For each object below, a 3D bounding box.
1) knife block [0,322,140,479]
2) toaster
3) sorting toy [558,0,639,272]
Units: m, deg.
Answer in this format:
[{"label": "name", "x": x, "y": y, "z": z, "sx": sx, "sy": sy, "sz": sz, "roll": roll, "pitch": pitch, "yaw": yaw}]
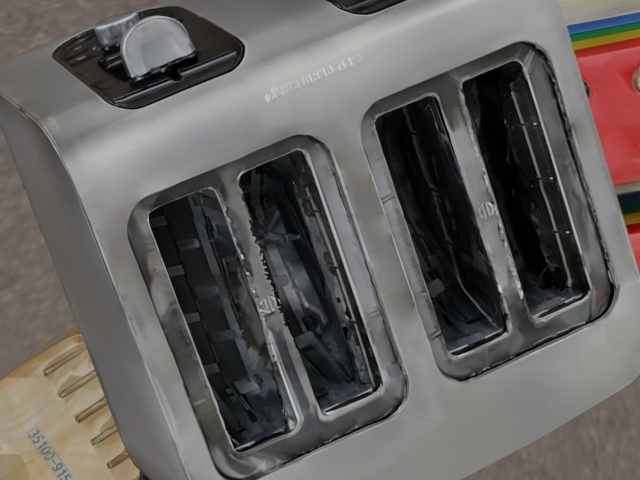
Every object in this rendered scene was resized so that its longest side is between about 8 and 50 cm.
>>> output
[{"label": "knife block", "x": -0.082, "y": 0.063, "z": 1.023, "sx": 0.276, "sy": 0.242, "sz": 0.088, "roll": -34, "pitch": 94, "yaw": 19}, {"label": "toaster", "x": 0.000, "y": 0.000, "z": 0.630, "sx": 0.168, "sy": 0.110, "sz": 0.185, "roll": -23, "pitch": 107, "yaw": -13}, {"label": "sorting toy", "x": 0.130, "y": -0.021, "z": 1.239, "sx": 0.257, "sy": 0.089, "sz": 0.255, "roll": -10, "pitch": 115, "yaw": 1}]
